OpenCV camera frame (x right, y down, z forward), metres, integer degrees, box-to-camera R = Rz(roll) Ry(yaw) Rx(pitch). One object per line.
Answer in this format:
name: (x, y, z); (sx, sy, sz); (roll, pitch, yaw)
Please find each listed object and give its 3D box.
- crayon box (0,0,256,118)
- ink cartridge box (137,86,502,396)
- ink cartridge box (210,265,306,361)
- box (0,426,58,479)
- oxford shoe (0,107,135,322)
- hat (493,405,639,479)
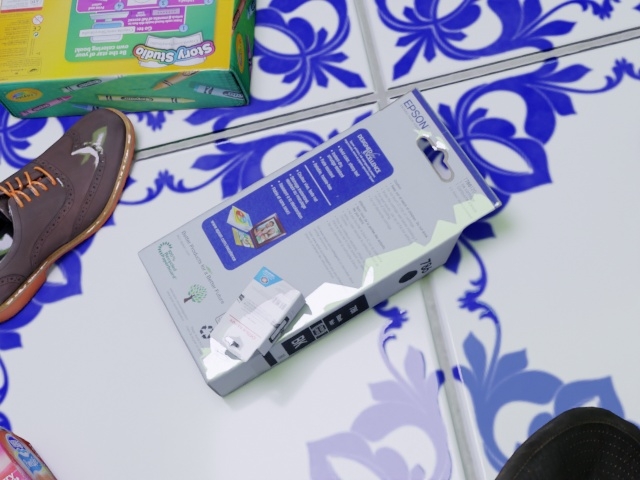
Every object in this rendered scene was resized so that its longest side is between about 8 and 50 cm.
crayon box: (-0.217, -0.232, 1.224); (0.279, 0.081, 0.165); (-2, 68, 10)
ink cartridge box: (0.000, 0.000, 1.098); (0.333, 0.065, 0.165); (-30, 66, -1)
ink cartridge box: (-0.058, 0.073, 1.030); (0.048, 0.028, 0.083); (34, 78, 21)
box: (-0.353, 0.300, 1.006); (0.257, 0.122, 0.128); (-41, 67, -8)
oxford shoe: (-0.291, -0.037, 1.147); (0.097, 0.098, 0.271); (28, 75, 20)
hat: (0.188, 0.307, 0.888); (0.134, 0.331, 0.331); (-23, 61, 51)
